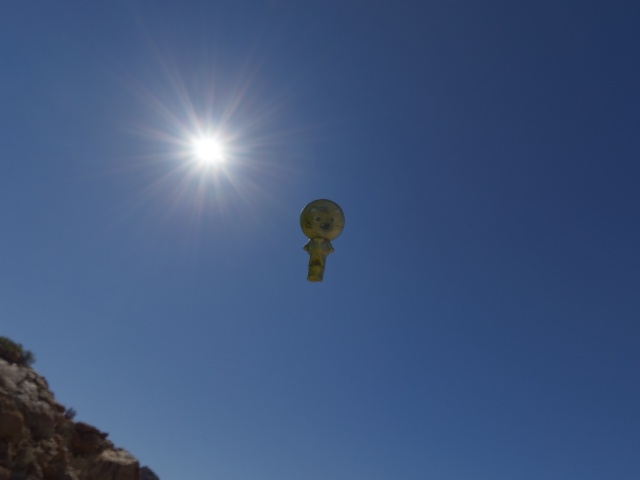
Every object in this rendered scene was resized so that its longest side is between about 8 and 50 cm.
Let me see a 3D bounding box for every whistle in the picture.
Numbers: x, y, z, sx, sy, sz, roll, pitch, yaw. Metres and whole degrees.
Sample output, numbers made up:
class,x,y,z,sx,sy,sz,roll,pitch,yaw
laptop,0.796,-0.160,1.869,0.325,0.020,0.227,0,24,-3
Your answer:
class,x,y,z,sx,sy,sz,roll,pitch,yaw
whistle,0.000,0.000,0.966,0.104,0.198,0.057,4,-21,6
